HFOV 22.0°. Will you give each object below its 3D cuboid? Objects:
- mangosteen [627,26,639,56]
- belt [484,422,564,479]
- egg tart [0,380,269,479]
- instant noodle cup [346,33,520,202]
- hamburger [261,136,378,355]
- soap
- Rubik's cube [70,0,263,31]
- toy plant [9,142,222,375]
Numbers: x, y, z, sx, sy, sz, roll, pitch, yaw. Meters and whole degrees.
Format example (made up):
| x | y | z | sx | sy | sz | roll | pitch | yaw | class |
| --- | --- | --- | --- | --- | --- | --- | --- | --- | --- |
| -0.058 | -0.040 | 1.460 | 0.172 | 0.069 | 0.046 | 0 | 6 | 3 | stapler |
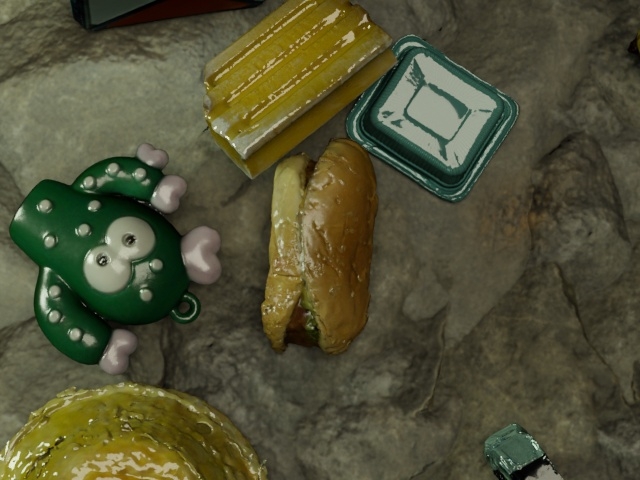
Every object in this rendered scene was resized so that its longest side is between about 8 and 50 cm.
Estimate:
| x | y | z | sx | sy | sz | roll | pitch | yaw | class |
| --- | --- | --- | --- | --- | --- | --- | --- | --- | --- |
| 0.495 | -0.239 | 1.985 | 0.257 | 0.215 | 0.215 | 0 | 80 | 23 | mangosteen |
| 0.244 | 0.281 | 1.919 | 0.058 | 0.105 | 0.140 | -33 | 75 | -9 | belt |
| -0.217 | 0.313 | 1.859 | 0.341 | 0.132 | 0.341 | 1 | 81 | -3 | egg tart |
| 0.138 | -0.152 | 1.997 | 0.179 | 0.070 | 0.157 | 33 | 81 | -1 | instant noodle cup |
| 0.000 | 0.000 | 1.929 | 0.124 | 0.131 | 0.262 | 2 | 80 | 8 | hamburger |
| -0.039 | -0.196 | 1.964 | 0.232 | 0.073 | 0.140 | -40 | 59 | -10 | soap |
| -0.184 | -0.405 | 1.916 | 0.250 | 0.246 | 0.248 | -9 | 82 | -7 | Rubik's cube |
| -0.238 | 0.019 | 1.913 | 0.232 | 0.112 | 0.243 | -32 | 79 | -4 | toy plant |
